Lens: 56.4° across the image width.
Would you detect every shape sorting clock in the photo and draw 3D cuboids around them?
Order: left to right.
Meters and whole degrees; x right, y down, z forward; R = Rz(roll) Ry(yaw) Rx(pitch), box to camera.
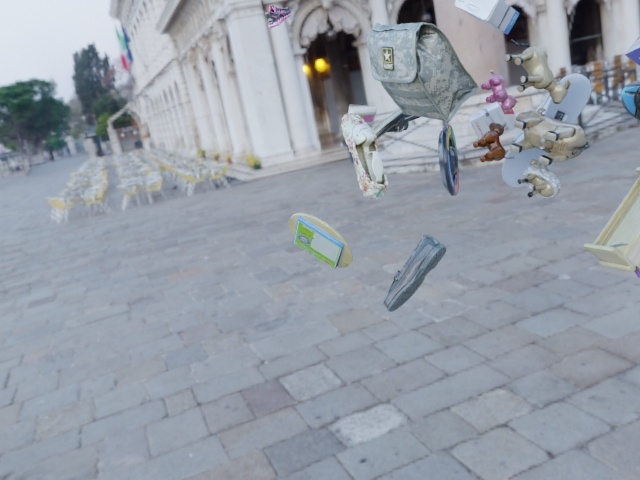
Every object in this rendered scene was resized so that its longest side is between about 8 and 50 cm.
[{"bbox_3d":[0.000,0.000,1.625,0.206,0.206,0.040,3,45,46],"label":"shape sorting clock"}]

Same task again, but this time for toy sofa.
[{"bbox_3d":[1.085,-0.061,2.018,0.362,0.177,0.150,-55,16,-3],"label":"toy sofa"}]

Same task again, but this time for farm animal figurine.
[{"bbox_3d":[0.579,-0.321,1.590,0.172,0.330,0.326,-19,54,-28],"label":"farm animal figurine"}]

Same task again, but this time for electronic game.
[{"bbox_3d":[0.414,-0.255,1.898,0.048,0.229,0.229,-5,14,21],"label":"electronic game"}]

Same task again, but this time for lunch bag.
[{"bbox_3d":[0.269,-0.492,1.697,0.169,0.287,0.235,-49,32,-7],"label":"lunch bag"}]

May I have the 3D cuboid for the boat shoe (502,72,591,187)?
[{"bbox_3d":[0.667,-0.332,1.794,0.136,0.366,0.156,27,22,6],"label":"boat shoe"}]

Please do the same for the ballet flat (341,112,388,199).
[{"bbox_3d":[0.120,-0.222,1.497,0.091,0.240,0.077,-14,-10,-24],"label":"ballet flat"}]

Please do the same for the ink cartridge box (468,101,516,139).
[{"bbox_3d":[0.573,-0.396,1.977,0.135,0.099,0.056,-27,26,17],"label":"ink cartridge box"}]

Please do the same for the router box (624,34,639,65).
[{"bbox_3d":[0.966,-0.605,1.524,0.301,0.082,0.335,-54,-2,12],"label":"router box"}]

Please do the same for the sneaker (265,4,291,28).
[{"bbox_3d":[-0.128,-0.682,1.787,0.047,0.057,0.119,-12,31,35],"label":"sneaker"}]

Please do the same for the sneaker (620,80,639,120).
[{"bbox_3d":[1.104,-0.458,1.943,0.341,0.125,0.139,8,39,-19],"label":"sneaker"}]

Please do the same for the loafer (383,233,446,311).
[{"bbox_3d":[0.277,0.099,1.840,0.084,0.267,0.096,46,18,28],"label":"loafer"}]

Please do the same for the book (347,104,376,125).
[{"bbox_3d":[0.145,-0.439,2.118,0.097,0.035,0.144,0,-9,-1],"label":"book"}]

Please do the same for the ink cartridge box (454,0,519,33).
[{"bbox_3d":[0.549,-0.761,1.965,0.140,0.082,0.191,40,24,27],"label":"ink cartridge box"}]

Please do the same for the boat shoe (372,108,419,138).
[{"bbox_3d":[0.277,-0.418,2.113,0.233,0.079,0.084,-36,13,-16],"label":"boat shoe"}]
